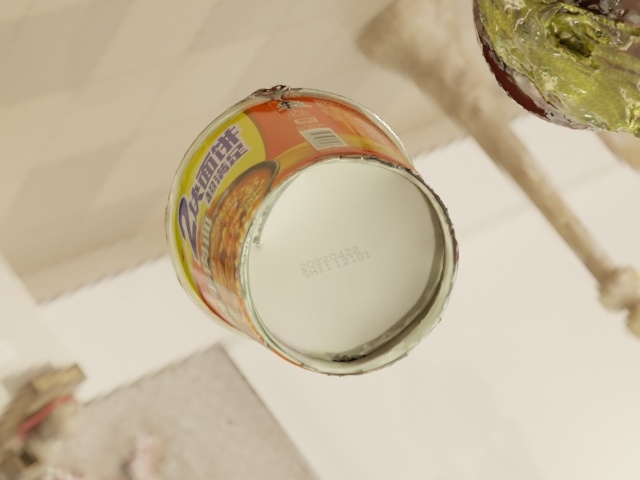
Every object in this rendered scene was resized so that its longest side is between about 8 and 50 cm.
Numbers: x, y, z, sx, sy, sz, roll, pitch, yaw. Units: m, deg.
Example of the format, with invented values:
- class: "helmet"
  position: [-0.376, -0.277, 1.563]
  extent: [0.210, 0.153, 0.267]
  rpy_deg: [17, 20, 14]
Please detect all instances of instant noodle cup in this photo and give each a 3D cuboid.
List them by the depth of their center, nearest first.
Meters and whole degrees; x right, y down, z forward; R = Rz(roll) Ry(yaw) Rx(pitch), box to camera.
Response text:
- class: "instant noodle cup"
  position: [0.000, 0.000, 1.327]
  extent: [0.213, 0.213, 0.174]
  rpy_deg: [-37, -162, -4]

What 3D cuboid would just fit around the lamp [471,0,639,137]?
- class: "lamp"
  position: [0.150, -0.142, 1.050]
  extent: [0.135, 0.156, 0.157]
  rpy_deg: [-4, -168, -34]
